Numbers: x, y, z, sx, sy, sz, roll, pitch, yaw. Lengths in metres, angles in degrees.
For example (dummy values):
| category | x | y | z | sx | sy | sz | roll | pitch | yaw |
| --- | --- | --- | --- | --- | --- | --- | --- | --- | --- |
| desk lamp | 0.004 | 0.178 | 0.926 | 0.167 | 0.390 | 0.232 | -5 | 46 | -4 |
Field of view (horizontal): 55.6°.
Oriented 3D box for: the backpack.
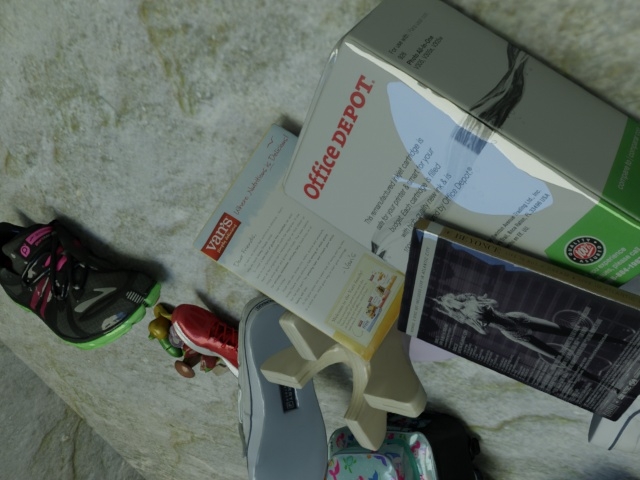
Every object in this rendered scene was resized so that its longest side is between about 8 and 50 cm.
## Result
| category | x | y | z | sx | sy | sz | roll | pitch | yaw |
| --- | --- | --- | --- | --- | --- | --- | --- | --- | --- |
| backpack | 0.119 | 0.401 | 1.005 | 0.254 | 0.191 | 0.225 | -13 | 88 | 54 |

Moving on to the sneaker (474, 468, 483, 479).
| category | x | y | z | sx | sy | sz | roll | pitch | yaw |
| --- | --- | --- | --- | --- | --- | --- | --- | --- | --- |
| sneaker | 0.332 | 0.486 | 1.028 | 0.164 | 0.086 | 0.226 | -12 | 95 | 14 |

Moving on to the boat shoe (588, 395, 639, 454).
| category | x | y | z | sx | sy | sz | roll | pitch | yaw |
| --- | --- | --- | --- | --- | --- | --- | --- | --- | --- |
| boat shoe | 0.358 | 0.160 | 0.642 | 0.084 | 0.095 | 0.258 | 18 | 151 | 19 |

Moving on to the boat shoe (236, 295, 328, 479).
| category | x | y | z | sx | sy | sz | roll | pitch | yaw |
| --- | --- | --- | --- | --- | --- | --- | --- | --- | --- |
| boat shoe | -0.086 | 0.268 | 1.010 | 0.156 | 0.136 | 0.366 | -167 | 68 | -67 |

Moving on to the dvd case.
| category | x | y | z | sx | sy | sz | roll | pitch | yaw |
| --- | --- | --- | --- | --- | --- | --- | --- | --- | --- |
| dvd case | 0.179 | 0.074 | 0.539 | 0.221 | 0.018 | 0.164 | 21 | 143 | 18 |

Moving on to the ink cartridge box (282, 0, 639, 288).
| category | x | y | z | sx | sy | sz | roll | pitch | yaw |
| --- | --- | --- | --- | --- | --- | --- | --- | --- | --- |
| ink cartridge box | 0.132 | -0.058 | 0.549 | 0.289 | 0.121 | 0.211 | 34 | 145 | 3 |

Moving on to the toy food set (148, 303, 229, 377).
| category | x | y | z | sx | sy | sz | roll | pitch | yaw |
| --- | --- | --- | --- | --- | --- | --- | --- | --- | --- |
| toy food set | -0.284 | 0.232 | 1.274 | 0.218 | 0.071 | 0.128 | 47 | 144 | -14 |

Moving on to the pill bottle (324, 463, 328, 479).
| category | x | y | z | sx | sy | sz | roll | pitch | yaw |
| --- | --- | --- | --- | --- | --- | --- | --- | --- | --- |
| pill bottle | -0.004 | 0.705 | 1.287 | 0.224 | 0.392 | 0.224 | 23 | 142 | 20 |

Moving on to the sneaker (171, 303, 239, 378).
| category | x | y | z | sx | sy | sz | roll | pitch | yaw |
| --- | --- | --- | --- | --- | --- | --- | --- | --- | --- |
| sneaker | -0.156 | 0.175 | 1.111 | 0.221 | 0.087 | 0.128 | 38 | 138 | -22 |

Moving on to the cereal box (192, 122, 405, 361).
| category | x | y | z | sx | sy | sz | roll | pitch | yaw |
| --- | --- | --- | --- | --- | --- | --- | --- | --- | --- |
| cereal box | 0.000 | 0.000 | 0.692 | 0.240 | 0.173 | 0.047 | 33 | 177 | 8 |

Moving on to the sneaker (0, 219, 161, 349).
| category | x | y | z | sx | sy | sz | roll | pitch | yaw |
| --- | --- | --- | --- | --- | --- | --- | --- | --- | --- |
| sneaker | -0.520 | 0.073 | 1.204 | 0.483 | 0.185 | 0.202 | 10 | 140 | 31 |

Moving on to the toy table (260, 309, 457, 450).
| category | x | y | z | sx | sy | sz | roll | pitch | yaw |
| --- | --- | --- | --- | --- | --- | --- | --- | --- | --- |
| toy table | 0.055 | 0.139 | 0.806 | 0.274 | 0.161 | 0.252 | -13 | 121 | 49 |
